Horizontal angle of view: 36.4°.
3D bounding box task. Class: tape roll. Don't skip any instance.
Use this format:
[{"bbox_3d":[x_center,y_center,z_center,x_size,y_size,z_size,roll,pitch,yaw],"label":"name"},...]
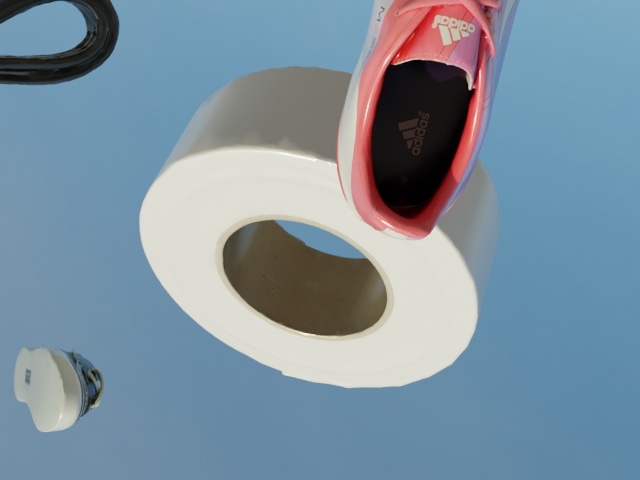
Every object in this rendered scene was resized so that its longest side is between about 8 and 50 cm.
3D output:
[{"bbox_3d":[0.000,0.000,0.802,0.286,0.286,0.100,16,-130,7],"label":"tape roll"}]

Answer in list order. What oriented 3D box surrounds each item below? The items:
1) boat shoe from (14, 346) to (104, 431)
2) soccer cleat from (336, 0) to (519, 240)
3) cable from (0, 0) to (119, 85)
[{"bbox_3d":[-0.257,0.142,0.984,0.070,0.078,0.219,6,180,-25],"label":"boat shoe"},{"bbox_3d":[0.059,-0.119,0.425,0.083,0.248,0.095,11,-163,-6],"label":"soccer cleat"},{"bbox_3d":[-0.263,-0.097,0.580,0.287,0.139,0.072,-43,-150,-25],"label":"cable"}]
